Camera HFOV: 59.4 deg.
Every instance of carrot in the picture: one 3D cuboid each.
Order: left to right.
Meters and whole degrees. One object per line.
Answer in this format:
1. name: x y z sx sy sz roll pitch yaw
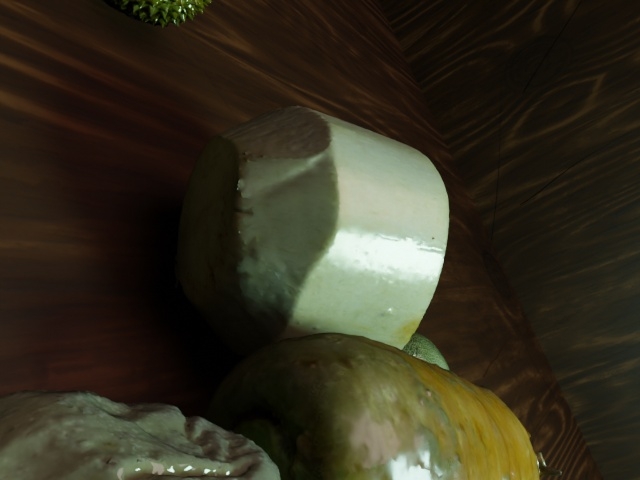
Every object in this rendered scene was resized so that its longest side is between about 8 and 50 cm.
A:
1. carrot: 0.057 0.210 0.540 0.340 0.224 0.224 21 46 -44

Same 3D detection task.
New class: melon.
1. melon: 0.136 0.218 0.911 0.192 0.139 0.139 48 29 -28

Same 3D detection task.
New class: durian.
1. durian: -0.264 -0.394 0.805 0.237 0.138 0.193 25 12 24

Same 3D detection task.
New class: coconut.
1. coconut: 0.000 0.000 0.664 0.323 0.323 0.323 43 31 -34

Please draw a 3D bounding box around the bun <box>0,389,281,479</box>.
1. bun: -0.131 0.213 0.327 0.281 0.281 0.205 53 1 -17
